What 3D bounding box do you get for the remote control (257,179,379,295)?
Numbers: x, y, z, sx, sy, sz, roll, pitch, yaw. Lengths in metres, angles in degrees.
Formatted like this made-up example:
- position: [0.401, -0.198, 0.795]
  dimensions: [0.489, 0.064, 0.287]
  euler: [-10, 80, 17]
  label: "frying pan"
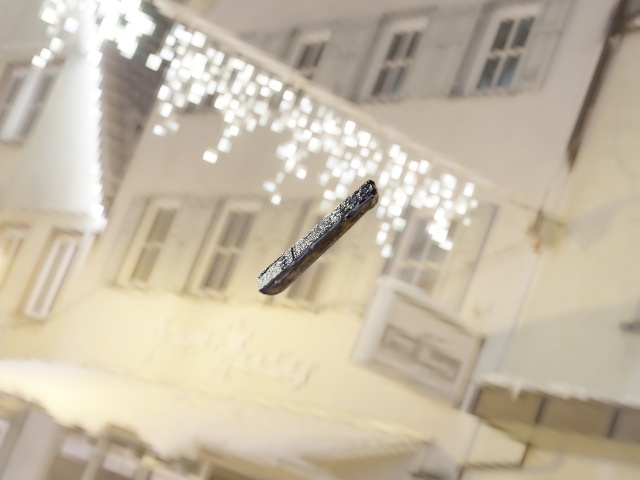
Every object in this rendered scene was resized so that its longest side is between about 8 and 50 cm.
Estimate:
- position: [0.000, 0.000, 0.953]
  dimensions: [0.014, 0.096, 0.039]
  euler: [46, 8, -11]
  label: "remote control"
